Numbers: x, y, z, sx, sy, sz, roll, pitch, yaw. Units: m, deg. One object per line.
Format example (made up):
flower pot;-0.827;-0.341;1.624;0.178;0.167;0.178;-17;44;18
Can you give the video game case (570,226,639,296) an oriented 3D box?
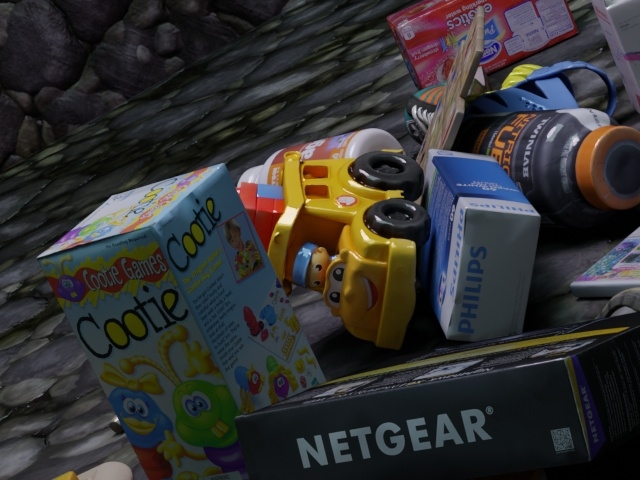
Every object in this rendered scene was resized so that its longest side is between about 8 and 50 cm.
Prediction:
video game case;0.340;0.013;1.799;0.143;0.019;0.157;-36;20;-34

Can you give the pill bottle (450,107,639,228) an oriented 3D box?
pill bottle;0.250;-0.078;2.021;0.130;0.130;0.246;-33;17;-26

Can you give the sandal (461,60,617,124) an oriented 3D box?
sandal;0.256;-0.141;2.250;0.138;0.126;0.317;-8;23;35

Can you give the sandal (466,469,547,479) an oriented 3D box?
sandal;0.056;0.221;1.431;0.265;0.076;0.102;-33;17;-27

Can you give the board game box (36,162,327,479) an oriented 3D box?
board game box;-0.119;0.092;1.748;0.142;0.275;0.144;-14;18;33

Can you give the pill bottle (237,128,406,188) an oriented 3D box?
pill bottle;0.000;-0.066;2.376;0.216;0.121;0.121;-11;20;41

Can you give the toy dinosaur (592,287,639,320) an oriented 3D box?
toy dinosaur;0.332;0.049;1.622;0.118;0.064;0.268;-36;15;-15

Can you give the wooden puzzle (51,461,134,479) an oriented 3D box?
wooden puzzle;-0.307;0.295;1.795;0.239;0.044;0.221;-22;15;10

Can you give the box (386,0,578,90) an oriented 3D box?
box;0.245;-0.329;2.854;0.257;0.128;0.122;-25;15;0

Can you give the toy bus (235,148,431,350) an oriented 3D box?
toy bus;0.000;0.000;1.926;0.212;0.149;0.220;6;30;-7

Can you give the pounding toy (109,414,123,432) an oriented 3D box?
pounding toy;-0.107;0.117;2.026;0.237;0.110;0.183;-49;10;38

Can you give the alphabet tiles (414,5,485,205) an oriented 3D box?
alphabet tiles;0.135;-0.115;2.159;0.011;0.285;0.342;20;20;-2

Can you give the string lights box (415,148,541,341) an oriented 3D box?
string lights box;0.150;0.002;1.875;0.077;0.133;0.259;6;15;-7

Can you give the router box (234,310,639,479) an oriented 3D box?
router box;0.126;0.130;1.491;0.309;0.081;0.243;-13;1;36

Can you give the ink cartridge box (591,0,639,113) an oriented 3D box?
ink cartridge box;0.383;-0.248;2.252;0.067;0.198;0.115;-24;16;3

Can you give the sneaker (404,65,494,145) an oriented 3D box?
sneaker;0.171;-0.151;2.444;0.121;0.108;0.302;-23;8;11
